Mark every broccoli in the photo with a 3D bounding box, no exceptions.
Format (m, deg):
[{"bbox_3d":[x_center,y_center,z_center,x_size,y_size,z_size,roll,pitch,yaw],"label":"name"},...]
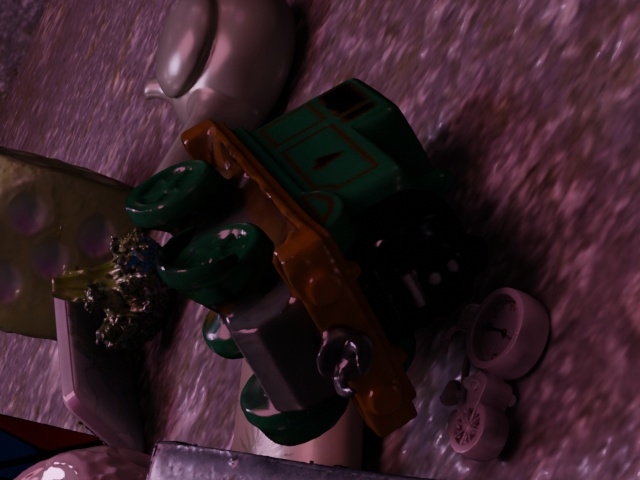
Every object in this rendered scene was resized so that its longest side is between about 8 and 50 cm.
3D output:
[{"bbox_3d":[-0.268,0.061,1.691,0.154,0.160,0.167,78,-165,-83],"label":"broccoli"}]

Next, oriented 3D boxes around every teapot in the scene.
[{"bbox_3d":[-0.119,-0.189,1.546,0.220,0.149,0.318,-61,25,26],"label":"teapot"}]

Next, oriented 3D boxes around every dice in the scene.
[{"bbox_3d":[-0.427,0.003,1.955,0.252,0.250,0.254,30,101,67],"label":"dice"}]

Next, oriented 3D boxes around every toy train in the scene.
[{"bbox_3d":[0.000,0.000,1.054,0.249,0.178,0.429,-30,26,-6],"label":"toy train"}]

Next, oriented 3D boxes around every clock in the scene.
[{"bbox_3d":[0.122,0.098,0.954,0.087,0.041,0.129,-4,65,61],"label":"clock"}]

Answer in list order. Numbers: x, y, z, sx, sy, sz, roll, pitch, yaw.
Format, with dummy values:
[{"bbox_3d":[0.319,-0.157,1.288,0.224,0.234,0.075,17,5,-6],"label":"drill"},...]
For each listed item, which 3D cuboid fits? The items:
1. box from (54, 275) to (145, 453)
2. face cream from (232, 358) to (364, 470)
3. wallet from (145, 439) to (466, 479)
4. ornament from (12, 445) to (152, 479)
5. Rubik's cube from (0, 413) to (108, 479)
[{"bbox_3d":[-0.294,0.163,1.701,0.044,0.142,0.285,-36,33,9],"label":"box"},{"bbox_3d":[-0.024,0.209,1.140,0.173,0.081,0.348,-30,47,47],"label":"face cream"},{"bbox_3d":[-0.028,0.262,1.007,0.379,0.046,0.190,-2,64,46],"label":"wallet"},{"bbox_3d":[-0.215,0.336,1.282,0.259,0.225,0.259,-28,32,20],"label":"ornament"},{"bbox_3d":[-0.373,0.371,1.583,0.248,0.246,0.250,30,100,66],"label":"Rubik's cube"}]
